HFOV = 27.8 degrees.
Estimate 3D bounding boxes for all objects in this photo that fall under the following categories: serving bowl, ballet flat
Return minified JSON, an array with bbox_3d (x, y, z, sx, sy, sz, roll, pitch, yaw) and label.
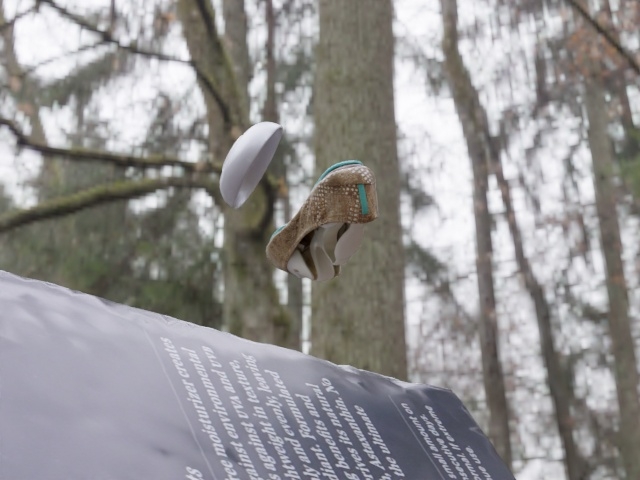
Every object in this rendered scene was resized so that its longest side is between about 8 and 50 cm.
[{"bbox_3d":[-0.065,-0.069,1.124,0.027,0.083,0.083,29,-38,4],"label":"serving bowl"},{"bbox_3d":[0.000,0.000,1.217,0.073,0.067,0.206,-9,-22,-21],"label":"ballet flat"}]

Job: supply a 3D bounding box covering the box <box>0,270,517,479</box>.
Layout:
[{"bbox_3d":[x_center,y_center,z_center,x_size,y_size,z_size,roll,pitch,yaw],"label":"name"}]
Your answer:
[{"bbox_3d":[-0.105,0.181,0.415,0.294,0.183,0.296,19,-68,-33],"label":"box"}]
